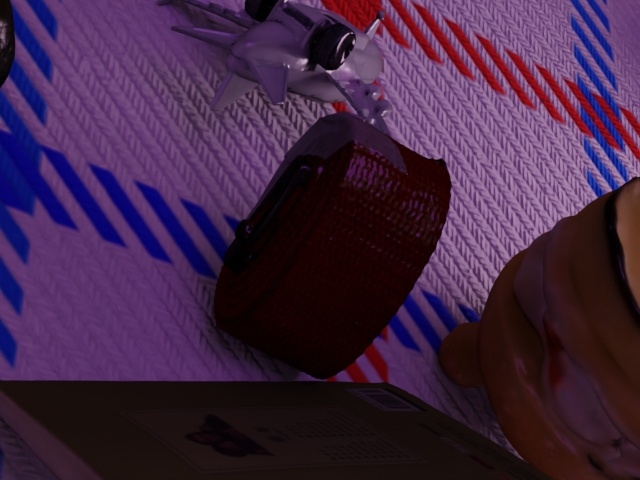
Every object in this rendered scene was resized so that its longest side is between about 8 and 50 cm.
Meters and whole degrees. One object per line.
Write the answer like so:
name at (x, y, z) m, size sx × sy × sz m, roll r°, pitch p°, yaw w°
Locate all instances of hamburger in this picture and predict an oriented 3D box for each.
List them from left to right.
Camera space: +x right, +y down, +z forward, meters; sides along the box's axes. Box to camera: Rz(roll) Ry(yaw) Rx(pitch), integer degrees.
hamburger at (0.252, 0.105, 1.267) m, size 0.276 × 0.237 × 0.276 m, roll 30°, pitch 41°, yaw -29°

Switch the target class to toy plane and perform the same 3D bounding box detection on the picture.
toy plane at (-0.007, -0.158, 1.275) m, size 0.251 × 0.101 × 0.255 m, roll 38°, pitch 25°, yaw 21°

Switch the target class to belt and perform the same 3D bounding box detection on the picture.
belt at (0.000, 0.000, 1.144) m, size 0.124 × 0.201 × 0.128 m, roll 28°, pitch 16°, yaw -25°

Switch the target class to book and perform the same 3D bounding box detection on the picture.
book at (-0.024, 0.146, 1.031) m, size 0.352 × 0.239 × 0.035 m, roll 4°, pitch 105°, yaw -37°

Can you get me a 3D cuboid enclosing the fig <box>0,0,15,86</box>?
fig at (-0.305, -0.146, 1.046) m, size 0.177 × 0.117 × 0.117 m, roll -13°, pitch 73°, yaw -21°
